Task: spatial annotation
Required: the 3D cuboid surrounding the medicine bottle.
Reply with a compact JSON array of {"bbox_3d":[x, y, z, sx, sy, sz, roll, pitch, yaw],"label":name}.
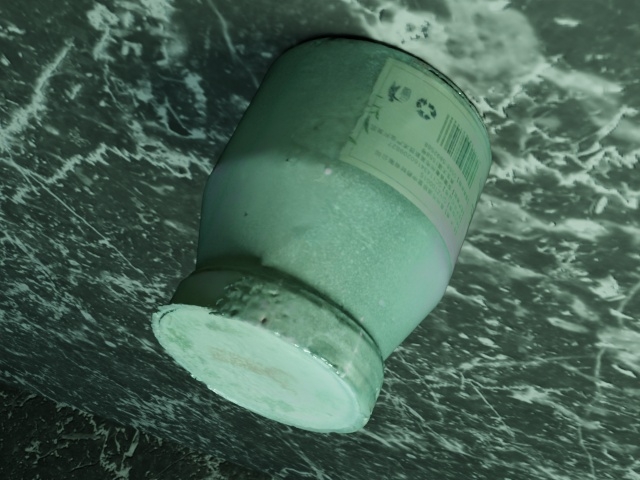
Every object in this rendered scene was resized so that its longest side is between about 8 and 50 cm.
[{"bbox_3d":[0.000,0.000,0.725,0.244,0.290,0.245,20,150,12],"label":"medicine bottle"}]
